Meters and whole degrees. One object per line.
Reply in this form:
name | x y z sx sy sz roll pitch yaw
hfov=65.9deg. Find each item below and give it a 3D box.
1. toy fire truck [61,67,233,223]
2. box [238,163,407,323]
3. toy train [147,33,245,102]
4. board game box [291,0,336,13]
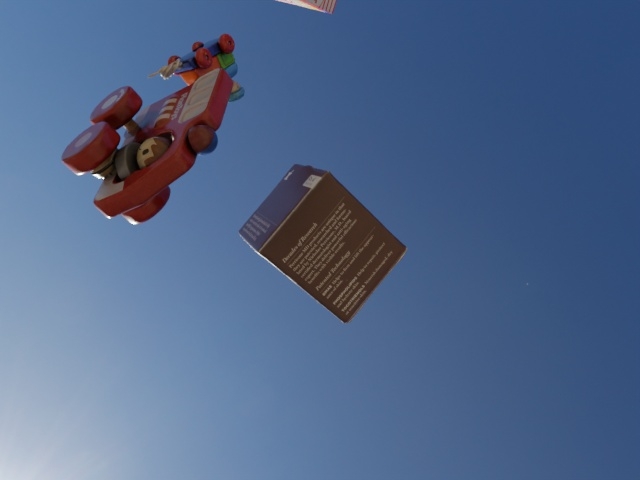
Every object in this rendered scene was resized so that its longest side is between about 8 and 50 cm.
toy fire truck | -0.285 -0.181 0.885 0.253 0.169 0.302 -20 -139 22
box | 0.000 0.000 0.848 0.203 0.168 0.167 41 -94 -23
toy train | -0.264 -0.338 1.076 0.105 0.248 0.143 0 -52 32
board game box | -0.081 -0.532 1.029 0.193 0.146 0.045 32 -67 34
